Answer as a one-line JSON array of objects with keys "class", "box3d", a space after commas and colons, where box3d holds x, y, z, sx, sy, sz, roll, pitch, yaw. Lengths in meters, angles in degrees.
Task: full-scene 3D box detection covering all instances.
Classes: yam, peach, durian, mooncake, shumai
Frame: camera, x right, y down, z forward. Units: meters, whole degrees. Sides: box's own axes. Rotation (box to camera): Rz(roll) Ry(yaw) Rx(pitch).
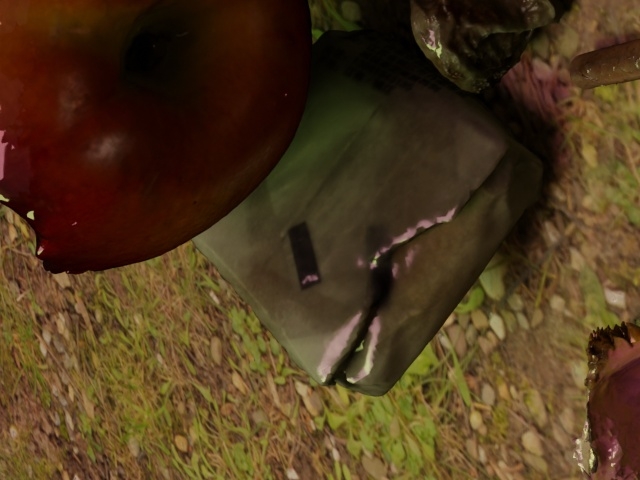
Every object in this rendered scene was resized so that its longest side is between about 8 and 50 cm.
[{"class": "yam", "box3d": [0.230, -0.128, 1.208, 0.145, 0.032, 0.032, -7, 103, 57]}, {"class": "peach", "box3d": [-0.168, -0.171, 1.298, 0.335, 0.310, 0.406, 42, -172, -29]}, {"class": "durian", "box3d": [0.236, 0.145, 1.275, 0.165, 0.132, 0.182, -18, 90, 50]}, {"class": "mooncake", "box3d": [0.035, -0.032, 1.403, 0.250, 0.136, 0.254, -52, 58, 13]}, {"class": "shumai", "box3d": [0.129, -0.170, 1.273, 0.087, 0.124, 0.099, -27, 113, 37]}]
